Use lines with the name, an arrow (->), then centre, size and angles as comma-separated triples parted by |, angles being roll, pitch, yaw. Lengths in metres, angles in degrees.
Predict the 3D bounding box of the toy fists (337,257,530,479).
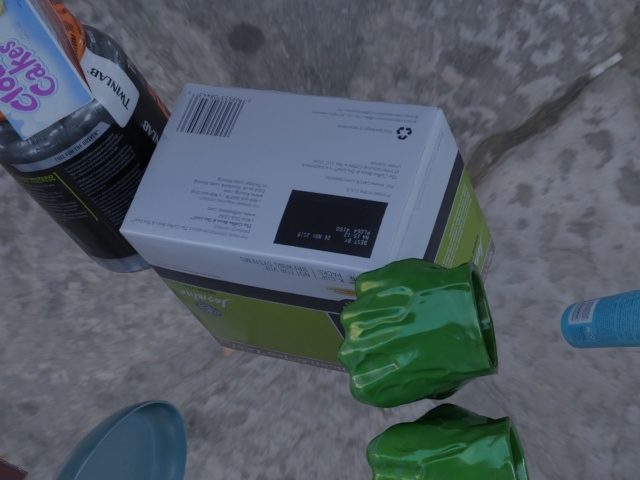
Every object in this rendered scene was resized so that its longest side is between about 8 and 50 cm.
toy fists -> 0.103, 0.155, 1.170 | 0.142, 0.096, 0.279 | -13, 93, 16

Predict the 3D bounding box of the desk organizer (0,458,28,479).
desk organizer -> -0.287, 0.162, 0.935 | 0.130, 0.047, 0.050 | 37, 80, -34

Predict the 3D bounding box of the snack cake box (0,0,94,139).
snack cake box -> -0.333, -0.245, 1.227 | 0.089, 0.264, 0.152 | -30, 47, -1

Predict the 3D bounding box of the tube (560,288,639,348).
tube -> 0.340, 0.083, 1.353 | 0.052, 0.207, 0.080 | 6, 80, -25

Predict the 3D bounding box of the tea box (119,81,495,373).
tea box -> 0.000, 0.000, 1.502 | 0.328, 0.323, 0.220 | 9, 64, 24

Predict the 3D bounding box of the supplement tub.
supplement tub -> -0.292, -0.127, 1.591 | 0.207, 0.338, 0.207 | -15, 50, 18

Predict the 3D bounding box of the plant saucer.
plant saucer -> -0.247, 0.321, 1.401 | 0.043, 0.317, 0.318 | 19, 89, 18
